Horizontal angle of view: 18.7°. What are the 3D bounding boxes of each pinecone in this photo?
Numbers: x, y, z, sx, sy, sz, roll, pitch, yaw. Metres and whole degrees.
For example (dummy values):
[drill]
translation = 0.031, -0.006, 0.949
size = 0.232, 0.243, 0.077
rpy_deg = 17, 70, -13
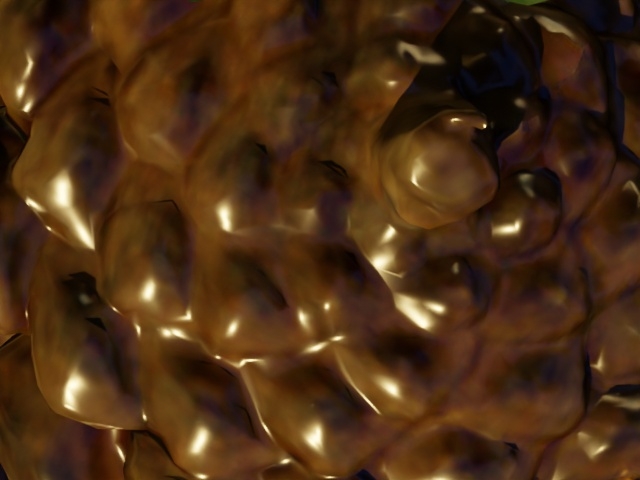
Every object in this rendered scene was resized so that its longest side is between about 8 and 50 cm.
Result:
[pinecone]
translation = -0.006, -0.010, 0.505
size = 0.243, 0.257, 0.243
rpy_deg = -5, 99, -36

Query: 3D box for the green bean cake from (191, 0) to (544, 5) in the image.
[green bean cake]
translation = 0.026, -0.134, 0.217
size = 0.308, 0.300, 0.169
rpy_deg = 41, 49, -76
